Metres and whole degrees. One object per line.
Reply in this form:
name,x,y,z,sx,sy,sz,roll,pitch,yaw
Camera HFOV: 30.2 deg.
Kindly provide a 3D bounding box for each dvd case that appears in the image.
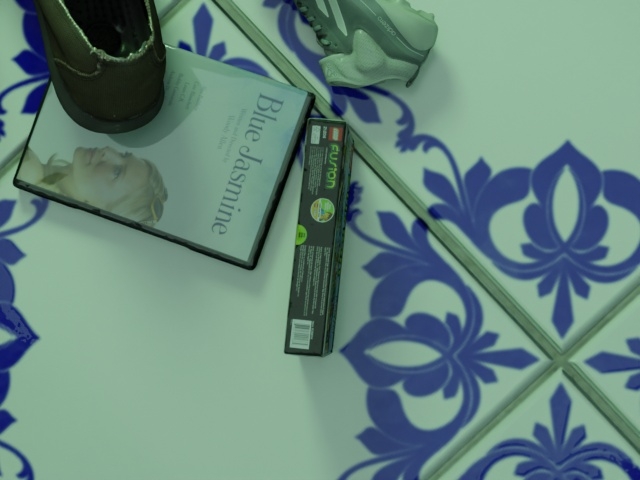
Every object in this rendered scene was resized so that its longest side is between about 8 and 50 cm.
dvd case,-0.151,-0.096,1.143,0.253,0.022,0.180,19,88,6

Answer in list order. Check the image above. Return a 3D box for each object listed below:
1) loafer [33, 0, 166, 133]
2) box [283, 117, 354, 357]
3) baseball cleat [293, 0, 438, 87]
loafer,-0.216,-0.285,1.082,0.134,0.130,0.365,-20,81,-24
box,0.000,0.000,1.077,0.036,0.114,0.206,6,88,5
baseball cleat,0.004,-0.209,1.112,0.206,0.072,0.109,27,96,10
